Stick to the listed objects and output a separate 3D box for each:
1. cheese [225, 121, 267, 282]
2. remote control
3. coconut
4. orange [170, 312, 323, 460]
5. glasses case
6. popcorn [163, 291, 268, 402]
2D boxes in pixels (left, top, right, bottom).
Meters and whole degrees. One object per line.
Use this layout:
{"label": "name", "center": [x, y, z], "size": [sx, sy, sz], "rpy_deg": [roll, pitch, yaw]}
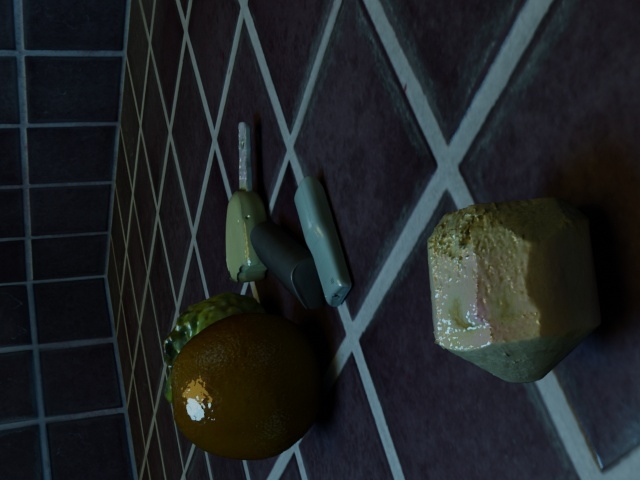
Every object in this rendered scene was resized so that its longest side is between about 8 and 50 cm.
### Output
{"label": "cheese", "center": [-0.117, -0.057, 1.269], "size": [0.127, 0.050, 0.256], "rpy_deg": [-159, 66, -67]}
{"label": "remote control", "center": [0.000, 0.000, 1.008], "size": [0.061, 0.029, 0.162], "rpy_deg": [114, 145, -55]}
{"label": "coconut", "center": [0.133, 0.037, 0.560], "size": [0.116, 0.116, 0.122], "rpy_deg": [156, 109, -68]}
{"label": "orange", "center": [-0.098, 0.193, 1.068], "size": [0.206, 0.206, 0.206], "rpy_deg": [176, 90, -69]}
{"label": "glasses case", "center": [-0.048, 0.031, 1.117], "size": [0.190, 0.042, 0.072], "rpy_deg": [38, 147, 62]}
{"label": "popcorn", "center": [-0.161, 0.182, 1.250], "size": [0.198, 0.212, 0.198], "rpy_deg": [-19, -90, -76]}
